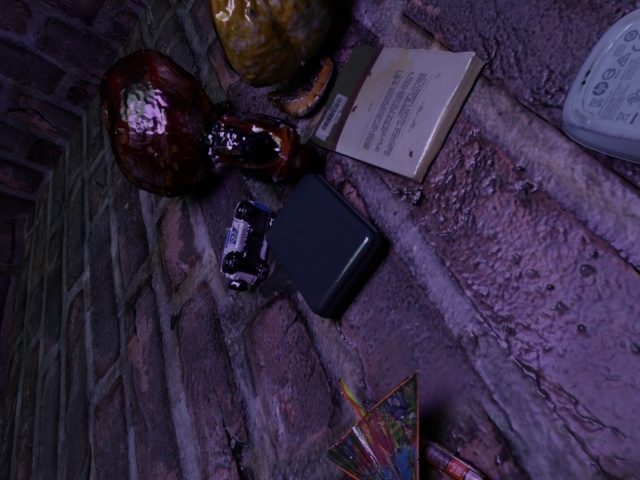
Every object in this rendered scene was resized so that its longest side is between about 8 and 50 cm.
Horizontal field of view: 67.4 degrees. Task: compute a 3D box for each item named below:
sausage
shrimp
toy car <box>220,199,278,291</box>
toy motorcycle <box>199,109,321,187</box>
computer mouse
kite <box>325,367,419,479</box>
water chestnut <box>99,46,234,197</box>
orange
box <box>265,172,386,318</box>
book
[{"bbox_3d":[0.118,0.237,0.563,0.198,0.025,0.028,17,94,50],"label":"sausage"},{"bbox_3d":[-0.038,-0.327,0.984,0.195,0.035,0.147,34,98,50],"label":"shrimp"},{"bbox_3d":[-0.140,0.011,0.908,0.070,0.080,0.170,-2,72,49],"label":"toy car"},{"bbox_3d":[-0.125,-0.177,0.923,0.401,0.207,0.134,-153,72,-66],"label":"toy motorcycle"},{"bbox_3d":[0.360,-0.126,0.411,0.159,0.097,0.288,-64,29,6],"label":"computer mouse"},{"bbox_3d":[0.075,0.242,0.587,0.183,0.014,0.241,54,134,32],"label":"kite"},{"bbox_3d":[-0.338,-0.273,1.118,0.350,0.302,0.350,42,141,46],"label":"water chestnut"},{"bbox_3d":[-0.073,-0.479,0.906,0.211,0.271,0.368,9,85,18],"label":"orange"},{"bbox_3d":[0.000,0.000,0.782,0.160,0.050,0.230,-56,41,15],"label":"box"},{"bbox_3d":[0.104,-0.220,0.786,0.289,0.026,0.201,34,99,49],"label":"book"}]
